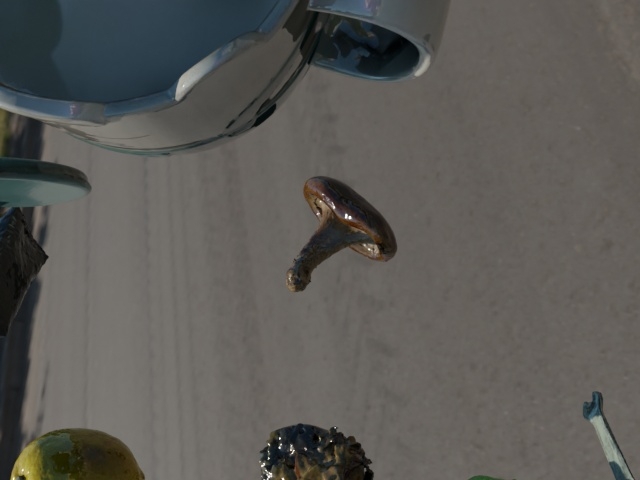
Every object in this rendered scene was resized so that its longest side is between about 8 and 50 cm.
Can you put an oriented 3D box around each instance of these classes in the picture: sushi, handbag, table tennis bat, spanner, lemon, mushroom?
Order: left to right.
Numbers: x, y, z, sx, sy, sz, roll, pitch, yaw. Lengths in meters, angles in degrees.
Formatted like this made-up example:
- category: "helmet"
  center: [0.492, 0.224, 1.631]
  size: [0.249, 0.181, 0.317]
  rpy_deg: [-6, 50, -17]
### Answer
- category: "handbag"
  center: [-0.466, 0.053, 1.232]
  size: [0.270, 0.175, 0.089]
  rpy_deg: [-85, -22, -57]
- category: "table tennis bat"
  center: [-0.287, -0.040, 0.795]
  size: [0.237, 0.149, 0.038]
  rpy_deg: [-11, 80, 50]
- category: "lemon"
  center: [-0.395, 0.388, 1.557]
  size: [0.170, 0.207, 0.170]
  rpy_deg: [-23, 64, 60]
- category: "mushroom"
  center: [0.000, 0.000, 1.760]
  size: [0.227, 0.217, 0.148]
  rpy_deg: [37, 159, 35]
- category: "sushi"
  center: [0.004, 0.470, 1.828]
  size: [0.200, 0.204, 0.213]
  rpy_deg: [-3, 61, 33]
- category: "spanner"
  center: [0.501, 0.360, 1.641]
  size: [0.302, 0.017, 0.071]
  rpy_deg: [-90, 15, -62]

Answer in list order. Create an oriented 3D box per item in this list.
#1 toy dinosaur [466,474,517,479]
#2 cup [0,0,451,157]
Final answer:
- category: "toy dinosaur"
  center: [0.143, 0.520, 1.661]
  size: [0.374, 0.499, 0.144]
  rpy_deg: [-97, 0, -77]
- category: "cup"
  center: [-0.071, -0.152, 0.546]
  size: [0.257, 0.289, 0.219]
  rpy_deg: [43, -120, -88]
